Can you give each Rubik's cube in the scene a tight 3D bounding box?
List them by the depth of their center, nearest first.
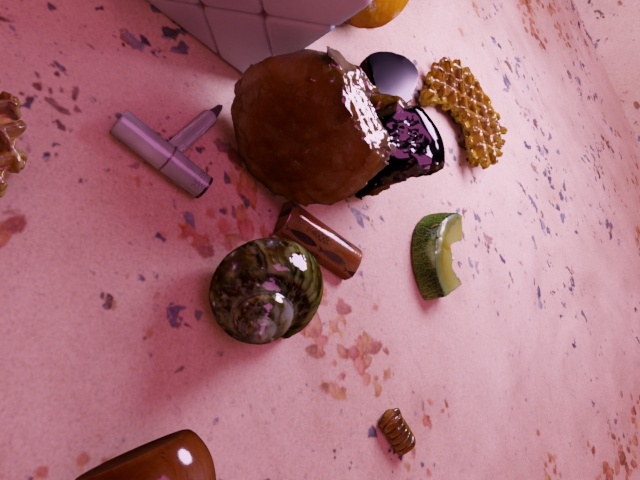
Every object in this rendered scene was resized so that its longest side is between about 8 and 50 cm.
[{"bbox_3d":[-0.090,-0.497,0.810,0.318,0.321,0.316,32,64,-29],"label":"Rubik's cube"}]

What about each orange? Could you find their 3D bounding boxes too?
[{"bbox_3d":[0.094,-0.557,1.119,0.219,0.193,0.220,0,89,-32],"label":"orange"}]

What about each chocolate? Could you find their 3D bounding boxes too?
[{"bbox_3d":[0.127,-0.328,1.141,0.125,0.080,0.149,30,63,-17],"label":"chocolate"}]

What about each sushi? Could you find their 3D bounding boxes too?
[{"bbox_3d":[0.098,-0.187,0.985,0.213,0.200,0.204,-16,88,-17],"label":"sushi"}]

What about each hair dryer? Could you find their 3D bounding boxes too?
[{"bbox_3d":[-0.209,-0.175,0.815,0.155,0.044,0.183,40,48,-27],"label":"hair dryer"}]

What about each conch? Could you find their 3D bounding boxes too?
[{"bbox_3d":[-0.068,0.083,0.789,0.187,0.124,0.182,51,51,-27],"label":"conch"}]

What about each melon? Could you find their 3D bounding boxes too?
[{"bbox_3d":[0.252,0.025,1.143,0.118,0.064,0.210,20,65,-42],"label":"melon"}]

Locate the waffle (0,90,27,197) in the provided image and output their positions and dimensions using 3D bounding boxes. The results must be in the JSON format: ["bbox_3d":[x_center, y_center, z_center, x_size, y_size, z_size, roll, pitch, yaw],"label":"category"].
[{"bbox_3d":[-0.412,-0.129,0.574,0.192,0.046,0.161,29,57,-27],"label":"waffle"}]

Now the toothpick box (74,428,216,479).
[{"bbox_3d":[-0.153,0.370,0.576,0.192,0.192,0.295,-15,79,-44],"label":"toothpick box"}]

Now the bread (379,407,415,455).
[{"bbox_3d":[0.138,0.337,0.947,0.049,0.033,0.088,-34,100,-37],"label":"bread"}]

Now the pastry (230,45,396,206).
[{"bbox_3d":[-0.019,-0.174,0.849,0.257,0.235,0.121,58,38,-16],"label":"pastry"}]

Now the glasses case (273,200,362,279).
[{"bbox_3d":[0.000,0.000,0.936,0.170,0.041,0.065,35,55,-29],"label":"glasses case"}]

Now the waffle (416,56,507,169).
[{"bbox_3d":[0.364,-0.329,1.364,0.293,0.069,0.260,50,47,-14],"label":"waffle"}]
